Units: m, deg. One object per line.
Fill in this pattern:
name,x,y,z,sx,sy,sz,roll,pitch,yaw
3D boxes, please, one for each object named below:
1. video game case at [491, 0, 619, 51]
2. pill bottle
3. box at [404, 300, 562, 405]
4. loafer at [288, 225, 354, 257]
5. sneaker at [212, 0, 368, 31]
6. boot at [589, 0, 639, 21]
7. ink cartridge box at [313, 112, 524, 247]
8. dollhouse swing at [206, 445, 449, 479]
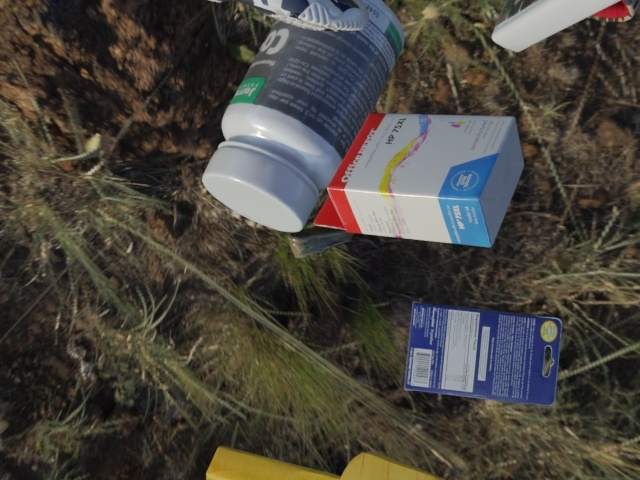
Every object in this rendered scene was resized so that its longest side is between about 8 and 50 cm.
video game case,0.148,-0.181,0.337,0.022,0.190,0.173,23,87,-10
pill bottle,-0.027,-0.209,1.233,0.204,0.204,0.361,29,74,-11
box,0.246,0.172,1.207,0.225,0.036,0.137,6,87,8
loafer,0.000,0.000,1.517,0.147,0.056,0.050,-8,115,-32
sneaker,-0.043,-0.331,0.892,0.234,0.094,0.153,13,99,-9
boot,0.228,-0.412,0.791,0.377,0.138,0.284,30,91,11
ink cartridge box,0.102,-0.076,0.917,0.134,0.230,0.078,-61,142,-32
dollhouse swing,0.059,0.347,0.605,0.347,0.304,0.315,47,42,-39
